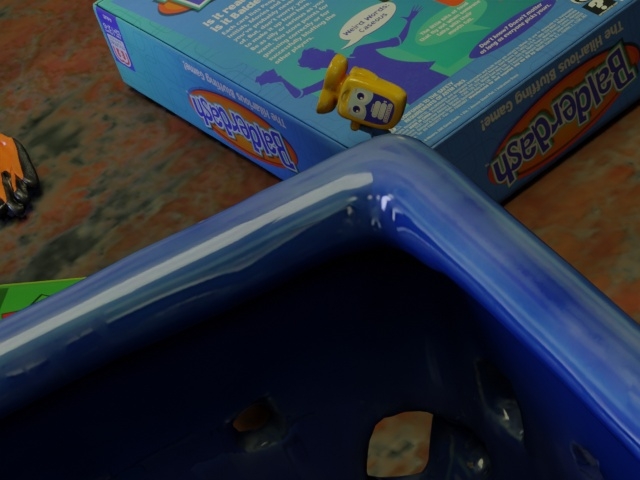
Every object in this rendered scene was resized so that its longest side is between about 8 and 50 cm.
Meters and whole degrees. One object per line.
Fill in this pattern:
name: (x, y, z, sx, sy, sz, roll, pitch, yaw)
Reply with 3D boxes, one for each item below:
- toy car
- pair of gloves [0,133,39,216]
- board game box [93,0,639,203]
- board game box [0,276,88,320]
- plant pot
toy car: (0.000, 0.000, 0.684, 0.040, 0.122, 0.060, 21, 9, 8)
pair of gloves: (-0.161, -0.018, 0.843, 0.083, 0.010, 0.074, -29, 40, -8)
board game box: (0.029, -0.089, 0.818, 0.160, 0.047, 0.210, -36, 41, -19)
board game box: (-0.109, 0.089, 0.661, 0.092, 0.043, 0.181, -5, 40, 17)
plant pot: (-0.005, 0.153, 0.399, 0.236, 0.212, 0.236, -27, 38, -12)
